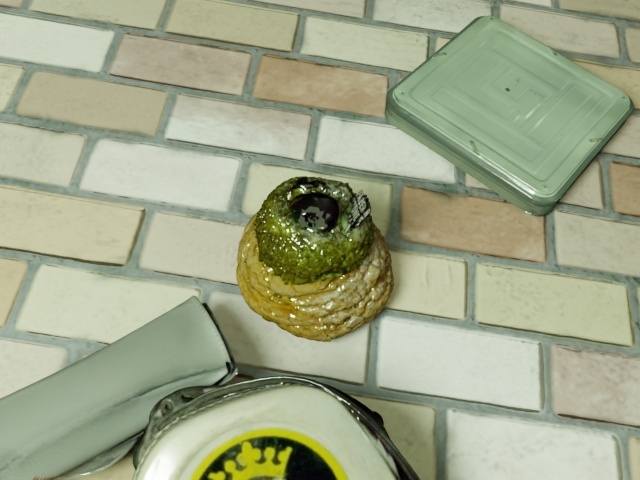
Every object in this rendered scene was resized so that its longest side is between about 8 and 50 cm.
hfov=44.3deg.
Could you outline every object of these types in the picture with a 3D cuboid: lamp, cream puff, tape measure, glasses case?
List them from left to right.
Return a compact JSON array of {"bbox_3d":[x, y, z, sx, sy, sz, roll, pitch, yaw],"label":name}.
[{"bbox_3d":[-0.222,0.168,0.755,0.308,0.083,0.128,-26,36,-22],"label":"glasses case"},{"bbox_3d":[-0.029,0.226,0.708,0.271,0.133,0.232,-15,83,-15],"label":"tape measure"},{"bbox_3d":[0.000,0.000,0.860,0.183,0.169,0.183,3,54,-4],"label":"cream puff"},{"bbox_3d":[0.263,-0.185,1.092,0.269,0.047,0.266,36,58,17],"label":"lamp"}]
